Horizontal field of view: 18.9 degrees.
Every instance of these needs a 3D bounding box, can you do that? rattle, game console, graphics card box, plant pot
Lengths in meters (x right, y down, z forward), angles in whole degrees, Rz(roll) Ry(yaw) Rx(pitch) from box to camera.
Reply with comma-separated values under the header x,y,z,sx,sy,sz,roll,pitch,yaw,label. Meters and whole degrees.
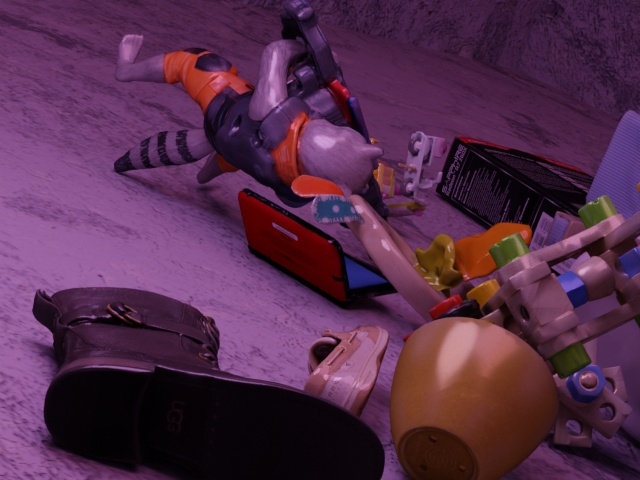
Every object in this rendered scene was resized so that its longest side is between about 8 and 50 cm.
x,y,z,sx,sy,sz,roll,pitch,yaw,label
0.090,-0.022,1.853,0.199,0.143,0.130,51,23,-15,rattle
0.000,0.000,1.933,0.144,0.124,0.085,30,56,36,game console
0.345,-0.020,2.541,0.233,0.094,0.371,12,14,-35,graphics card box
0.107,0.141,1.484,0.134,0.134,0.095,23,42,11,plant pot

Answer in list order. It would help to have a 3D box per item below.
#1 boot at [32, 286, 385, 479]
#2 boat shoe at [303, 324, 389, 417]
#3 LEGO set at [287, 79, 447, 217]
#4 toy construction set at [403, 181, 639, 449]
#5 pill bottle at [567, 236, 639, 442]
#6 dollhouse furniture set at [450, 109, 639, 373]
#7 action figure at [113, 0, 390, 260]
x,y,z,sx,sy,sz,roll,pitch,yaw,label
-0.086,0.098,1.397,0.263,0.091,0.229,17,14,-8,boot
0.018,0.101,1.607,0.059,0.063,0.170,27,14,-1,boat shoe
0.041,-0.094,2.331,0.107,0.132,0.287,20,3,-45,LEGO set
0.193,0.073,1.609,0.215,0.327,0.151,-27,66,-16,toy construction set
0.427,0.035,1.800,0.363,0.210,0.210,-26,34,-20,pill bottle
0.252,-0.036,1.996,0.198,0.303,0.286,17,14,-22,dollhouse furniture set
-0.052,-0.079,2.019,0.178,0.341,0.330,-40,31,-26,action figure
